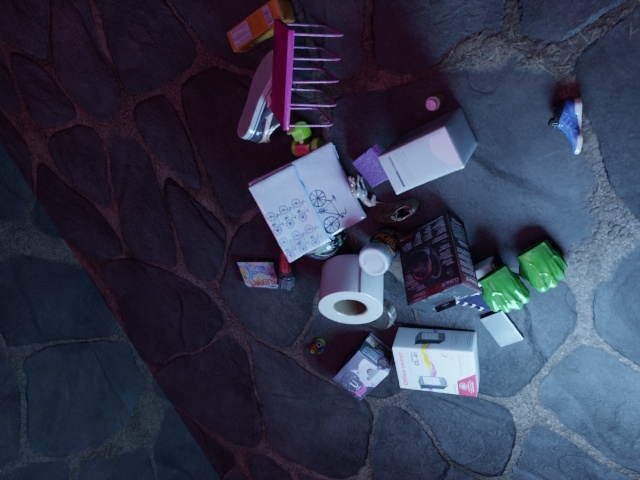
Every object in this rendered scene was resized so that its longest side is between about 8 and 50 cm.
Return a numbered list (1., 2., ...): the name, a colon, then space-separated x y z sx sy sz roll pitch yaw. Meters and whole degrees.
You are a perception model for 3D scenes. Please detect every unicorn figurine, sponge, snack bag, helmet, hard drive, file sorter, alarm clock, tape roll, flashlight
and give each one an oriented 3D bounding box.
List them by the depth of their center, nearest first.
1. file sorter: -0.046 -0.526 1.483 0.182 0.202 0.291 -5 123 -17
2. sponge: 0.179 -0.246 1.566 0.117 0.031 0.210 51 168 -5
3. snack bag: -0.037 -0.134 1.664 0.342 0.037 0.323 -27 103 -1
4. unicorn figurine: 0.148 -0.175 1.666 0.060 0.161 0.111 -22 78 44
5. hard drive: 0.660 0.318 1.699 0.094 0.022 0.135 -34 97 39
6. tape roll: 0.118 0.188 1.782 0.245 0.169 0.246 4 142 3
7. helmet: 0.000 0.000 1.797 0.169 0.161 0.170 35 138 38
8. alarm clock: 0.257 0.313 1.907 0.192 0.064 0.129 34 128 5
9. flashlight: -0.138 0.072 1.967 0.103 0.103 0.304 16 122 18

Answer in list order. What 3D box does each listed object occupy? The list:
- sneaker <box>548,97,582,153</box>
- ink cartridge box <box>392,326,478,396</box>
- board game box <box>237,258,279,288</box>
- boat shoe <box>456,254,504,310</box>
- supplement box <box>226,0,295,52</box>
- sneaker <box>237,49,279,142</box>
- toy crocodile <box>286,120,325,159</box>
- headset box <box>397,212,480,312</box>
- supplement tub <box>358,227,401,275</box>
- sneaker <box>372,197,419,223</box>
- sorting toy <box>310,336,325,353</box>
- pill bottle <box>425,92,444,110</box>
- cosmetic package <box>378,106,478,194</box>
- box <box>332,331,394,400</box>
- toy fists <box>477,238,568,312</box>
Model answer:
1. sneaker: 0.680 -0.314 1.299 0.084 0.058 0.152 -3 111 25
2. ink cartridge box: 0.454 0.471 1.823 0.305 0.131 0.226 -3 117 24
3. board game box: -0.274 0.151 2.132 0.201 0.035 0.136 -2 115 31
4. boat shoe: 0.515 0.197 1.643 0.340 0.127 0.158 -34 90 37
5. supplement box: -0.202 -0.714 1.558 0.233 0.078 0.080 -14 98 36
6. sneaker: -0.183 -0.502 1.659 0.126 0.127 0.321 41 112 47
7. toy crocodile: -0.044 -0.269 1.713 0.115 0.105 0.341 5 119 28
8. headset box: 0.388 0.092 1.555 0.110 0.294 0.218 23 140 -36
9. supplement tub: 0.220 0.034 1.681 0.116 0.190 0.117 14 123 22
10. sneaker: 0.257 -0.097 1.657 0.188 0.071 0.066 -23 111 37
11. sorting toy: -0.014 0.500 2.179 0.061 0.042 0.102 38 128 6
12. pill bottle: 0.346 -0.420 1.416 0.043 0.083 0.044 14 123 22
13. cosmetic package: 0.330 -0.275 1.418 0.224 0.224 0.138 -19 107 36
14. box: 0.192 0.551 2.026 0.163 0.142 0.247 38 129 6
15. toy fists: 0.645 0.122 1.489 0.279 0.096 0.142 -32 84 2
